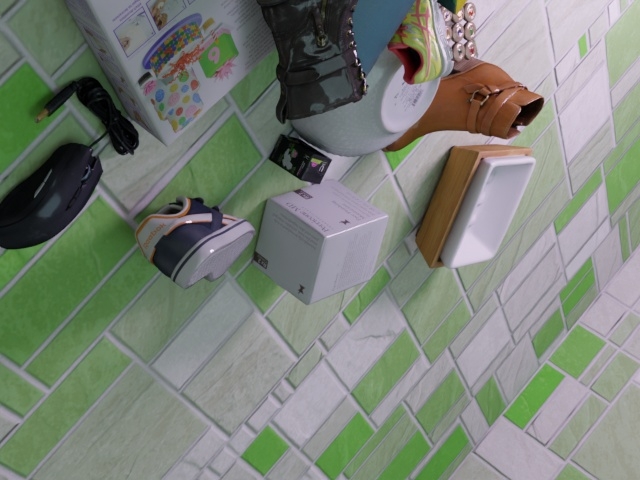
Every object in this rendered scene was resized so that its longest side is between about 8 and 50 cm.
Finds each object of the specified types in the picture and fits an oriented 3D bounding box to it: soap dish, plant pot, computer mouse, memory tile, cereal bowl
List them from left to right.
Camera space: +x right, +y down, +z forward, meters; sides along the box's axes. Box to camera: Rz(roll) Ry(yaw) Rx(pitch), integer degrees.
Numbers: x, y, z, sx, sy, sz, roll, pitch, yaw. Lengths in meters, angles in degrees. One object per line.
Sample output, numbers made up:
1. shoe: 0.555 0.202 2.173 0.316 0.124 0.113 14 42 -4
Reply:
1. computer mouse: -0.360 -0.100 1.484 0.262 0.060 0.184 -45 148 -17
2. plant pot: -0.009 -0.377 1.603 0.234 0.166 0.165 28 96 -51
3. cereal bowl: 0.107 -0.290 1.861 0.339 0.141 0.339 -34 142 -32
4. memory tile: 0.249 -0.393 2.035 0.148 0.012 0.113 -17 112 -41
5. soap dish: 0.342 -0.085 2.395 0.229 0.118 0.291 -9 127 -50

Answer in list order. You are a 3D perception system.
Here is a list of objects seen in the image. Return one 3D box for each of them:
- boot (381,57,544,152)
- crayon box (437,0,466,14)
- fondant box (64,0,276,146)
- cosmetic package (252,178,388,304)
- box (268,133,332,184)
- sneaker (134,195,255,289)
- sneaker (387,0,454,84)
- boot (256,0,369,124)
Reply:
1. boot: 0.270 -0.232 2.055 0.283 0.220 0.109 -40 145 -24
2. crayon box: 0.264 -0.532 1.796 0.202 0.081 0.318 -51 171 -5
3. fondant box: -0.204 -0.321 1.452 0.238 0.096 0.330 -45 147 -16
4. cosmetic package: 0.000 0.000 1.980 0.183 0.151 0.151 -20 134 -45
5. box: -0.035 -0.141 1.863 0.062 0.083 0.052 8 113 -55
6. sneaker: -0.201 -0.007 1.746 0.126 0.127 0.321 -52 174 7
7. sneaker: 0.140 -0.344 1.710 0.094 0.081 0.208 -32 107 -26
8. boot: 0.029 -0.303 1.518 0.263 0.091 0.229 -25 126 -8
